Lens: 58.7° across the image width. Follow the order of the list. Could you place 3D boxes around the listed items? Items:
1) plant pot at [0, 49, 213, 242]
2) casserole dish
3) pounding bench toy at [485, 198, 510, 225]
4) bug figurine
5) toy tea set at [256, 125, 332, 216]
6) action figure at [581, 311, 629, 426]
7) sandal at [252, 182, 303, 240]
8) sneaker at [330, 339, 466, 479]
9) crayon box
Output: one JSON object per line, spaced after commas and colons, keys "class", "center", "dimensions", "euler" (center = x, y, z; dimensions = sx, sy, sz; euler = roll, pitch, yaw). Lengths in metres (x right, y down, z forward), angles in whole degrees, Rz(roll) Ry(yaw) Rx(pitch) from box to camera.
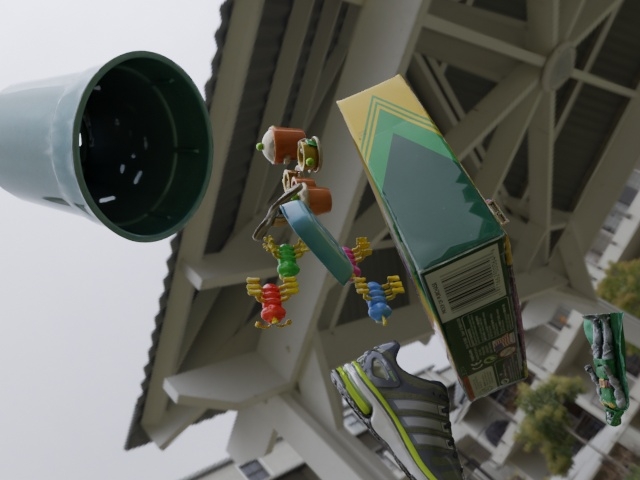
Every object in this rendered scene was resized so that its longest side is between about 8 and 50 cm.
{"class": "plant pot", "center": [-0.446, -0.186, 1.109], "dimensions": [0.341, 0.333, 0.342], "euler": [-25, -61, -57]}
{"class": "casserole dish", "center": [0.000, 0.000, 0.980], "dimensions": [0.037, 0.114, 0.188], "euler": [-36, -60, 6]}
{"class": "pounding bench toy", "center": [0.343, -0.042, 1.200], "dimensions": [0.083, 0.065, 0.052], "euler": [-37, -9, 24]}
{"class": "bug figurine", "center": [0.003, 0.077, 1.049], "dimensions": [0.278, 0.216, 0.072], "euler": [1, -50, -9]}
{"class": "toy tea set", "center": [-0.075, -0.166, 1.387], "dimensions": [0.124, 0.336, 0.200], "euler": [-7, -71, -15]}
{"class": "action figure", "center": [0.601, 0.270, 1.193], "dimensions": [0.063, 0.233, 0.137], "euler": [-5, -10, -6]}
{"class": "sandal", "center": [-0.077, -0.050, 1.129], "dimensions": [0.180, 0.049, 0.072], "euler": [-49, 3, 41]}
{"class": "sneaker", "center": [0.150, 0.266, 0.794], "dimensions": [0.121, 0.300, 0.111], "euler": [-39, -13, -10]}
{"class": "crayon box", "center": [0.161, 0.006, 0.798], "dimensions": [0.106, 0.313, 0.363], "euler": [-25, -41, 5]}
